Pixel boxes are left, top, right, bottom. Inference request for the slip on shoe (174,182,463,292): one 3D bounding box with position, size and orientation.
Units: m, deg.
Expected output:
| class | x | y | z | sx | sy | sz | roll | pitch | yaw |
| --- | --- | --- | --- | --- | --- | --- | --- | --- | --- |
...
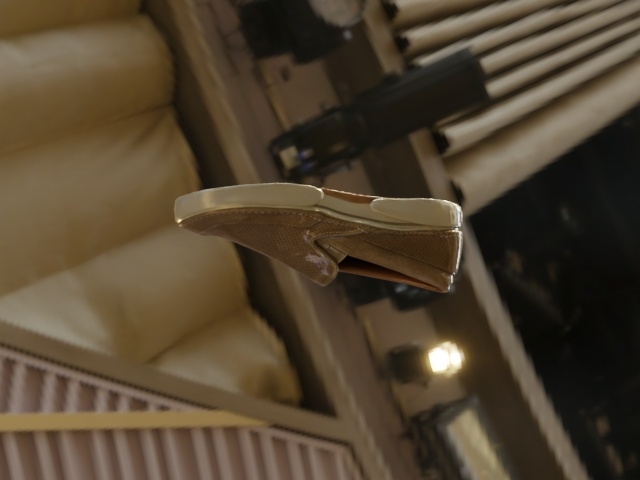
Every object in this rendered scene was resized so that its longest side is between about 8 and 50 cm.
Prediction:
| class | x | y | z | sx | sy | sz | roll | pitch | yaw |
| --- | --- | --- | --- | --- | --- | --- | --- | --- | --- |
| slip on shoe | 0.000 | 0.000 | 0.747 | 0.135 | 0.051 | 0.041 | 5 | -99 | -17 |
